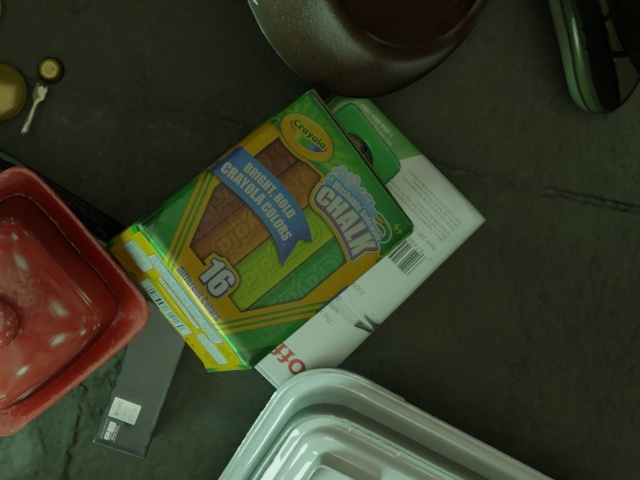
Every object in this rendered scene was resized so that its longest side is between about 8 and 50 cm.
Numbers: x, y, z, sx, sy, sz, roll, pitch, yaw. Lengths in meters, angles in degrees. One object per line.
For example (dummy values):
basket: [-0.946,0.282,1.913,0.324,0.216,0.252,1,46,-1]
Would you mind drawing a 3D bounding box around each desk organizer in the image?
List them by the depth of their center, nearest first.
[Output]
desk organizer: [-0.147,0.111,1.298,0.047,0.050,0.130,19,95,-6]

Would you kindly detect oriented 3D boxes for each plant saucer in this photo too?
plant saucer: [0.059,-0.260,1.173,0.310,0.050,0.310,-16,113,-44]

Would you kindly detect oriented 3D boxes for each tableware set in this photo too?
tableware set: [-0.287,-0.161,1.271,0.154,0.024,0.104,25,91,-6]

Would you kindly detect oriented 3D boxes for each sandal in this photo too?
sandal: [0.200,-0.245,1.244,0.120,0.086,0.303,-28,123,-33]

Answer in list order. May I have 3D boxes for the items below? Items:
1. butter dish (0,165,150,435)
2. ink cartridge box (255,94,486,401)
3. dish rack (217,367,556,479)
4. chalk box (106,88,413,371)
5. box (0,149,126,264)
butter dish: [-0.228,0.051,1.108,0.160,0.118,0.160,-39,99,1]
ink cartridge box: [0.000,0.000,1.274,0.219,0.092,0.160,-44,97,2]
dish rack: [0.063,0.281,1.273,0.333,0.072,0.285,28,117,-8]
chalk box: [-0.028,-0.018,1.143,0.213,0.132,0.132,-41,97,-17]
box: [-0.298,0.002,1.228,0.247,0.142,0.163,32,95,-7]
